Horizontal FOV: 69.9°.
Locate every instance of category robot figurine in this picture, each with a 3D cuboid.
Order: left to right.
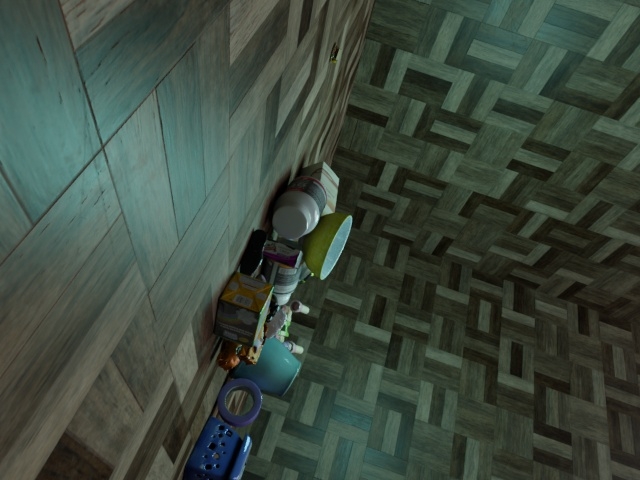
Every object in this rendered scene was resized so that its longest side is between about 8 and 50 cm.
[{"bbox_3d":[-0.249,0.298,1.578,0.211,0.085,0.291,-21,-143,31],"label":"robot figurine"}]

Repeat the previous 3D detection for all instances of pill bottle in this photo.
[{"bbox_3d":[-0.172,0.144,2.010,0.162,0.162,0.278,-68,177,-53],"label":"pill bottle"},{"bbox_3d":[-0.081,-0.123,1.751,0.318,0.176,0.176,-67,176,-64],"label":"pill bottle"}]

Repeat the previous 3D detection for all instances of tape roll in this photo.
[{"bbox_3d":[-0.352,0.704,1.992,0.080,0.189,0.189,107,2,-55],"label":"tape roll"}]

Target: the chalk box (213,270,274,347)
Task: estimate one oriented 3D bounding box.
[{"bbox_3d":[-0.239,0.228,1.409,0.132,0.132,0.213,-68,178,-51],"label":"chalk box"}]

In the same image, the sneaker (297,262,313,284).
[{"bbox_3d":[-0.150,0.144,2.225,0.145,0.147,0.385,-34,-176,-39],"label":"sneaker"}]

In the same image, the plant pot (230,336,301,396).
[{"bbox_3d":[-0.243,0.590,2.160,0.271,0.255,0.271,-58,-178,3],"label":"plant pot"}]

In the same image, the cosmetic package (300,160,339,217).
[{"bbox_3d":[-0.017,-0.190,2.074,0.153,0.129,0.296,41,45,-43],"label":"cosmetic package"}]

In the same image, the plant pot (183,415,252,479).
[{"bbox_3d":[-0.415,0.909,1.876,0.236,0.212,0.236,-70,178,-55],"label":"plant pot"}]

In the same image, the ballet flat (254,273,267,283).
[{"bbox_3d":[-0.258,0.226,1.887,0.079,0.077,0.221,-100,-159,-50],"label":"ballet flat"}]

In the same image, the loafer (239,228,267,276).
[{"bbox_3d":[-0.213,0.050,1.471,0.061,0.062,0.170,117,-5,-67],"label":"loafer"}]

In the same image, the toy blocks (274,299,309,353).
[{"bbox_3d":[-0.262,0.452,2.438,0.260,0.309,0.288,34,59,-55],"label":"toy blocks"}]

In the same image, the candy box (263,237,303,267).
[{"bbox_3d":[-0.151,0.048,1.717,0.233,0.159,0.071,97,13,-85],"label":"candy box"}]

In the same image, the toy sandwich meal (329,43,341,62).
[{"bbox_3d":[0.062,-0.749,1.843,0.085,0.029,0.085,19,90,-88],"label":"toy sandwich meal"}]

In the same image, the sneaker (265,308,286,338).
[{"bbox_3d":[-0.251,0.341,1.741,0.269,0.101,0.153,-36,-174,-8],"label":"sneaker"}]

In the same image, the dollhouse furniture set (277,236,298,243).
[{"bbox_3d":[-0.128,-0.035,2.173,0.123,0.144,0.151,-91,-175,-82],"label":"dollhouse furniture set"}]

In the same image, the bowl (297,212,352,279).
[{"bbox_3d":[0.000,0.000,1.896,0.289,0.156,0.289,-60,167,-23],"label":"bowl"}]
